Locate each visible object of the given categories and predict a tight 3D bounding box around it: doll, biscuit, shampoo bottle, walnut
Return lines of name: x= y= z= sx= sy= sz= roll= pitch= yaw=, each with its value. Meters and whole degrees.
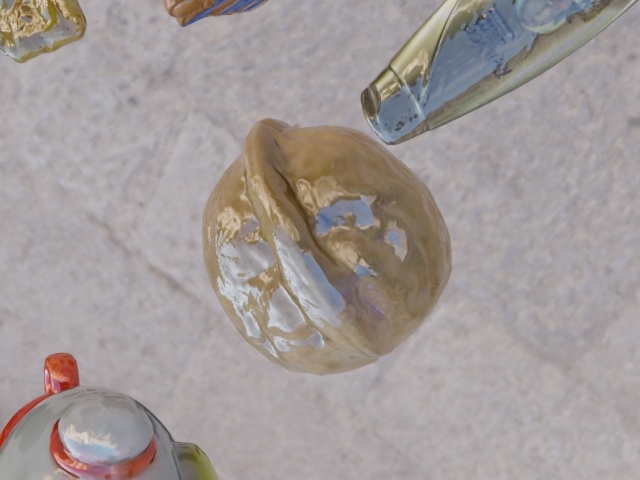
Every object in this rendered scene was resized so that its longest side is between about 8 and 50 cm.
doll: x=-0.076 y=0.176 z=0.528 sx=0.336 sy=0.105 sz=0.200 roll=-117 pitch=27 yaw=-42
biscuit: x=-0.118 y=-0.326 z=1.554 sx=0.183 sy=0.280 sz=0.043 roll=-42 pitch=77 yaw=16
biscuit: x=-0.321 y=-0.244 z=1.228 sx=0.174 sy=0.039 sz=0.183 roll=-26 pitch=86 yaw=10
shampoo bottle: x=0.188 y=-0.221 z=1.338 sx=0.350 sy=0.084 sz=0.125 roll=-33 pitch=95 yaw=30
walnut: x=0.001 y=0.015 z=1.918 sx=0.383 sy=0.383 sz=0.383 roll=16 pitch=126 yaw=24
